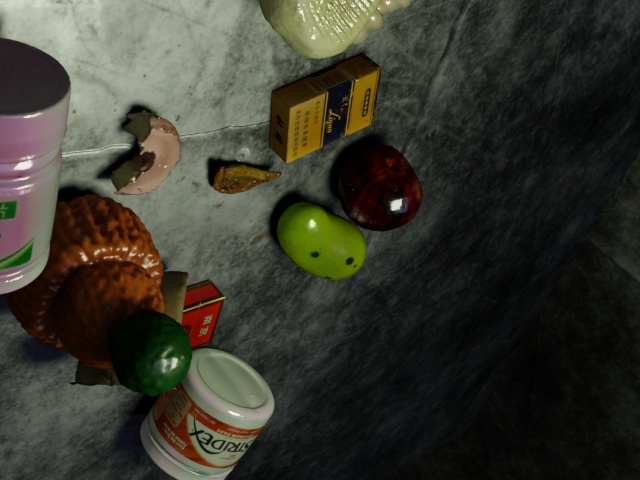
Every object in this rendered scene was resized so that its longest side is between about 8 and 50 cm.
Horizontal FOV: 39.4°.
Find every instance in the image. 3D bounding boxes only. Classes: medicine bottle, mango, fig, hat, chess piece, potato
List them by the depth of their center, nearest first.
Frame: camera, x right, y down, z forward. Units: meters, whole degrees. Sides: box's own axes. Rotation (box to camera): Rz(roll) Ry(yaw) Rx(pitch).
[{"bbox_3d":[-0.480,-0.101,1.279,0.212,0.212,0.325,-17,141,-40],"label":"medicine bottle"},{"bbox_3d":[-0.349,0.124,1.550,0.285,0.400,0.285,-36,153,-22],"label":"hat"},{"bbox_3d":[0.104,-0.444,1.713,0.170,0.094,0.094,-45,151,8],"label":"chess piece"},{"bbox_3d":[-0.369,0.163,1.747,0.189,0.211,0.264,107,-9,-74],"label":"potato"},{"bbox_3d":[0.117,-0.092,2.073,0.186,0.204,0.249,-15,149,-43],"label":"fig"},{"bbox_3d":[0.000,0.000,2.078,0.175,0.143,0.293,-17,151,21],"label":"mango"},{"bbox_3d":[-0.273,0.425,2.174,0.252,0.252,0.241,5,125,-54],"label":"medicine bottle"}]

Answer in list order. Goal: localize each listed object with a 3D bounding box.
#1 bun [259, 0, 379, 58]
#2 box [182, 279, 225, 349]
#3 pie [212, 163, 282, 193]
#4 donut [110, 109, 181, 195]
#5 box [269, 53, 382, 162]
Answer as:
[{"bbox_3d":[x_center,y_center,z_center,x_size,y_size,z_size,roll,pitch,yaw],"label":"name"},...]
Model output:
[{"bbox_3d":[-0.005,-0.436,1.517,0.259,0.160,0.259,-28,132,-37],"label":"bun"},{"bbox_3d":[-0.336,0.189,1.978,0.240,0.074,0.153,-17,137,-40],"label":"box"},{"bbox_3d":[-0.168,-0.126,1.830,0.088,0.033,0.191,-42,156,28],"label":"pie"},{"bbox_3d":[-0.303,-0.155,1.586,0.117,0.065,0.166,0,129,-50],"label":"donut"},{"bbox_3d":[0.010,-0.272,1.834,0.237,0.070,0.152,-26,146,-26],"label":"box"}]
